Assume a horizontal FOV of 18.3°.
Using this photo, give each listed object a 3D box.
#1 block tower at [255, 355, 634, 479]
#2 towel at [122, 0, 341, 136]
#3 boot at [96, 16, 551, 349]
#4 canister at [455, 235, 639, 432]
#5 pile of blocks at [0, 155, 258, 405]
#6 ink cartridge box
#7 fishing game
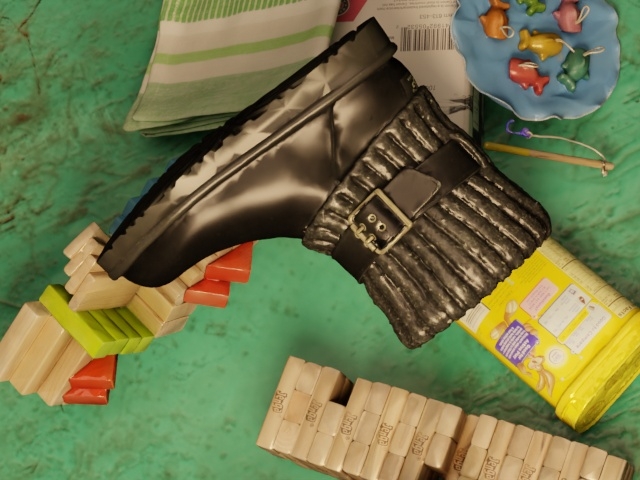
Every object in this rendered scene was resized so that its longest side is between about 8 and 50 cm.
[{"bbox_3d":[0.120,0.197,1.776,0.335,0.091,0.097,17,80,18],"label":"block tower"},{"bbox_3d":[-0.067,-0.259,1.912,0.248,0.038,0.325,-6,62,42],"label":"towel"},{"bbox_3d":[0.000,0.001,1.742,0.348,0.131,0.260,-36,100,16],"label":"boot"},{"bbox_3d":[0.210,0.073,1.798,0.170,0.073,0.126,41,88,23],"label":"canister"},{"bbox_3d":[-0.147,0.031,1.864,0.362,0.149,0.112,-46,68,-2],"label":"pile of blocks"},{"bbox_3d":[0.065,-0.130,1.880,0.172,0.100,0.237,-2,73,14],"label":"ink cartridge box"},{"bbox_3d":[0.205,-0.199,1.844,0.189,0.041,0.264,13,68,-21],"label":"fishing game"}]
